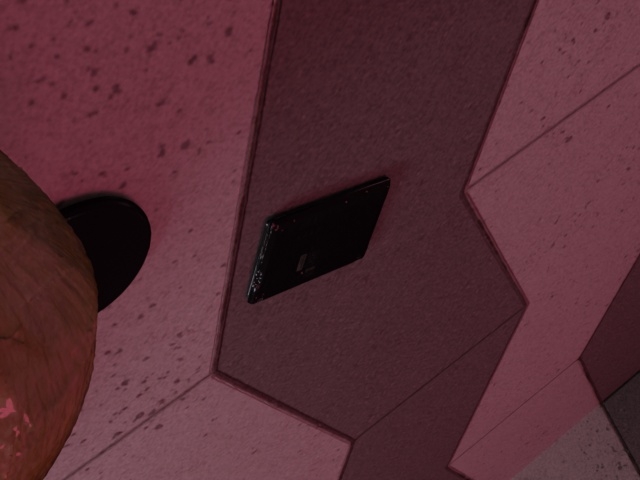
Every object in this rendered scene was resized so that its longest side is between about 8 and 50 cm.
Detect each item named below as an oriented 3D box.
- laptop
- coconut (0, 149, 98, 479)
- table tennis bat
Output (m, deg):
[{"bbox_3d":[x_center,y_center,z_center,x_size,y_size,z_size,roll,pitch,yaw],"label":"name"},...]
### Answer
[{"bbox_3d":[0.000,0.000,1.113,0.180,0.016,0.129,-23,145,-36],"label":"laptop"},{"bbox_3d":[-0.273,0.051,0.557,0.297,0.297,0.254,-15,142,-42],"label":"coconut"},{"bbox_3d":[-0.243,0.034,0.836,0.236,0.027,0.150,-20,143,-39],"label":"table tennis bat"}]
